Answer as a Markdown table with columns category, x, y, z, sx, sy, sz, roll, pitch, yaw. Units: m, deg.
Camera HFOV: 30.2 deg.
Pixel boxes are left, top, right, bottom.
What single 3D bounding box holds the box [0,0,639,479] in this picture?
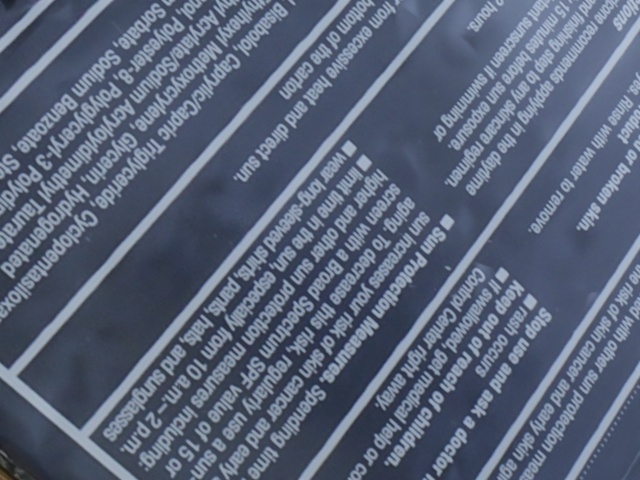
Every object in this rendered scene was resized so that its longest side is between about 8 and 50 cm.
| category | x | y | z | sx | sy | sz | roll | pitch | yaw |
| --- | --- | --- | --- | --- | --- | --- | --- | --- | --- |
| box | 0.000 | 0.000 | 0.447 | 0.296 | 0.294 | 0.183 | -51 | -170 | -22 |
